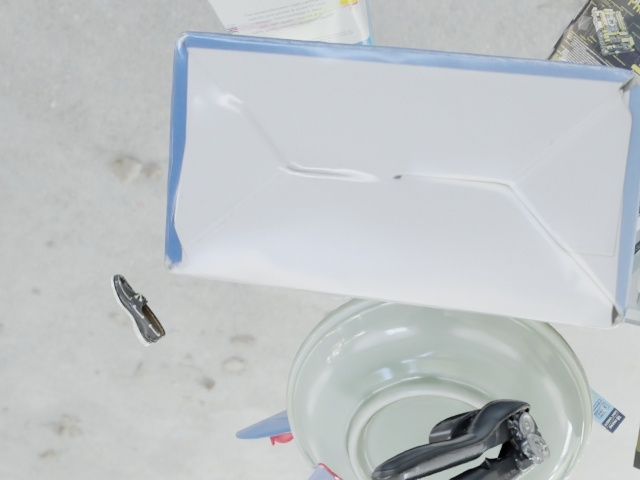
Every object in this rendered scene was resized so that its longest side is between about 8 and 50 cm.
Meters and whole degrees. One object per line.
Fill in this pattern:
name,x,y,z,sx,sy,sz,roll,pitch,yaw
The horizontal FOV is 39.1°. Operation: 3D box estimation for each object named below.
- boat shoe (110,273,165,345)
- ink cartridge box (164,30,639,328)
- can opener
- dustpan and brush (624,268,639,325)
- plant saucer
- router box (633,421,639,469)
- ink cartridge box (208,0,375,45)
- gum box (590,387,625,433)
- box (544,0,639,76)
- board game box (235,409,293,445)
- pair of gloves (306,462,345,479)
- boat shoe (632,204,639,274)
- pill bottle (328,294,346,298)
boat shoe,-0.285,0.104,1.411,0.038,0.046,0.125,-25,96,13
ink cartridge box,0.064,-0.052,0.691,0.269,0.395,0.151,7,94,6
can opener,0.092,0.147,0.582,0.073,0.059,0.186,-28,170,33
dustpan and brush,0.463,0.011,1.224,0.147,0.211,0.060,13,159,38
plant saucer,0.146,0.245,1.152,0.400,0.100,0.401,4,119,7
router box,0.548,0.227,1.077,0.308,0.081,0.243,17,133,30
ink cartridge box,-0.047,-0.394,1.316,0.198,0.197,0.270,-10,158,10
gum box,0.418,0.245,1.564,0.184,0.157,0.041,38,89,-8
box,0.598,-0.267,1.659,0.097,0.395,0.318,-10,140,-44
board game box,-0.046,0.294,1.404,0.168,0.033,0.133,-17,-177,-40
pair of gloves,0.003,0.299,0.851,0.198,0.159,0.023,39,142,20
boat shoe,0.379,-0.004,1.151,0.065,0.083,0.183,35,116,-25
pill bottle,0.000,0.000,1.357,0.108,0.193,0.108,-16,130,-19
